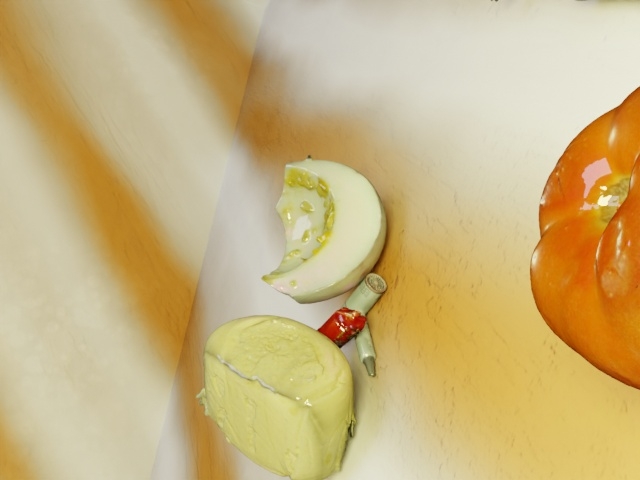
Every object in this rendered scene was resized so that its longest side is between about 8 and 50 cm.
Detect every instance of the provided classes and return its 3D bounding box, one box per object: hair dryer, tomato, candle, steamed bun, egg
[{"bbox_3d":[0.059,0.167,1.356,0.183,0.044,0.155,-92,26,-43],"label":"hair dryer"},{"bbox_3d":[0.284,-0.007,0.658,0.260,0.180,0.259,-56,20,32],"label":"tomato"},{"bbox_3d":[0.029,0.144,1.334,0.130,0.052,0.052,-47,28,46],"label":"candle"},{"bbox_3d":[-0.060,0.240,1.316,0.166,0.273,0.232,-37,-45,-38],"label":"steamed bun"},{"bbox_3d":[0.018,0.003,1.446,0.162,0.206,0.271,67,-161,-58],"label":"egg"}]
